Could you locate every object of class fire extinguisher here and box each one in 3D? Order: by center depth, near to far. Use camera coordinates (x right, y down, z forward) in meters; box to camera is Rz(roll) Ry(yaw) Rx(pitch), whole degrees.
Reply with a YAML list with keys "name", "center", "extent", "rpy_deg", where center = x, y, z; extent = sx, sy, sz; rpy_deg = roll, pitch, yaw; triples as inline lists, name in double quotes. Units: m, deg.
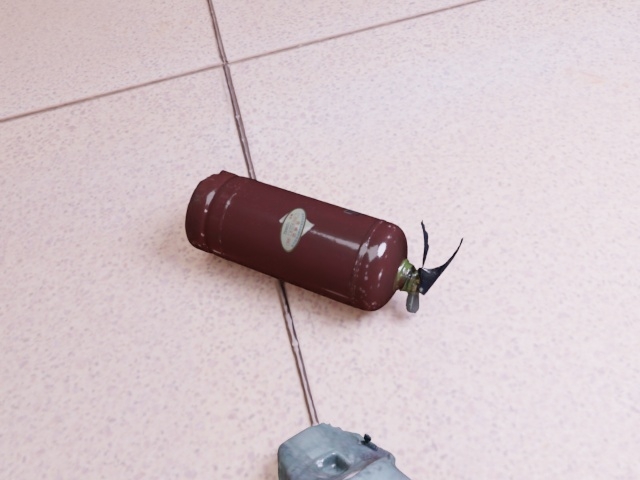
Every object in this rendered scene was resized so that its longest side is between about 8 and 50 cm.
- name: "fire extinguisher"
  center: [0.000, 0.000, 0.772]
  extent: [0.337, 0.136, 0.114]
  rpy_deg: [19, 30, 19]

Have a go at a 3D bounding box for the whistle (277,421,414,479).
- name: "whistle"
  center: [0.076, 0.272, 0.548]
  extent: [0.189, 0.189, 0.347]
  rpy_deg: [-38, 47, -19]
